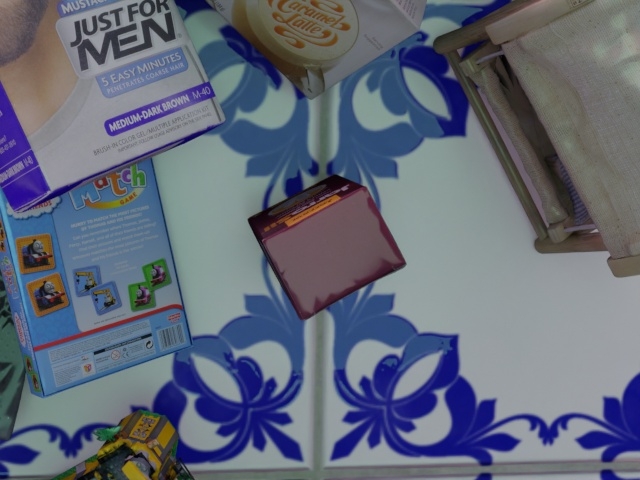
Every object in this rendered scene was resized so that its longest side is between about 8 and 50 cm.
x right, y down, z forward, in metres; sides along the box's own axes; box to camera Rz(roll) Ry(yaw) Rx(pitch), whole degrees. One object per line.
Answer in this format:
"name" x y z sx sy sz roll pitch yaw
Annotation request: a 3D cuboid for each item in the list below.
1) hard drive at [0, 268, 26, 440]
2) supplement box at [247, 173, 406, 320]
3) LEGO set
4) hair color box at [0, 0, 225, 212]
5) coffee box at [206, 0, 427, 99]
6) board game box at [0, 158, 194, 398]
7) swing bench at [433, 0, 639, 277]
"hard drive" -0.356 0.055 1.009 0.172 0.054 0.254 6 95 -9
"supplement box" 0.000 0.000 0.985 0.104 0.188 0.081 -28 100 -4
"LEGO set" -0.183 0.342 0.973 0.255 0.192 0.331 -21 103 15
"hair color box" -0.241 -0.217 0.921 0.185 0.110 0.339 -28 96 -34
"coffee box" -0.036 -0.260 0.934 0.141 0.098 0.246 -27 122 37
"board game box" -0.216 0.021 1.000 0.160 0.039 0.211 -17 101 -34
"swing bench" 0.255 -0.115 0.973 0.165 0.255 0.253 -30 100 -3
